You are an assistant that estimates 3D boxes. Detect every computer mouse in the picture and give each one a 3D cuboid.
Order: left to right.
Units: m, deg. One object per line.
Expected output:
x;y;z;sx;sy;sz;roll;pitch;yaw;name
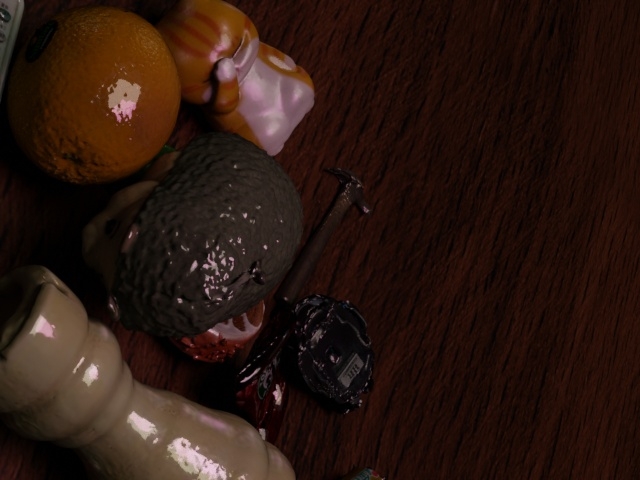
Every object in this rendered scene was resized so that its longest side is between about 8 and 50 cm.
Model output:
0.010;0.169;2.192;0.146;0.077;0.242;-51;130;-22;computer mouse

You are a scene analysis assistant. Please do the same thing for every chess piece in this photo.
-0.244;0.223;1.742;0.442;0.234;0.234;48;48;-30;chess piece

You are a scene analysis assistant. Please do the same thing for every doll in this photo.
-0.159;0.001;1.779;0.349;0.247;0.247;-63;132;-66;doll
-0.127;-0.235;2.051;0.167;0.162;0.269;-55;133;-14;doll

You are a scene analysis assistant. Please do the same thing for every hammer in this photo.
0.001;0.000;2.265;0.125;0.027;0.297;56;44;-28;hammer

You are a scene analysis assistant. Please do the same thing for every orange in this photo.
-0.281;-0.182;1.790;0.236;0.236;0.236;16;70;-49;orange

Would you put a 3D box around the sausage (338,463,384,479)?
-0.033;0.437;2.085;0.371;0.082;0.082;-29;105;-50;sausage

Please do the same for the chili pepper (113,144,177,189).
-0.205;-0.090;1.983;0.257;0.074;0.100;19;70;-47;chili pepper

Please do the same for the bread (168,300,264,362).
-0.152;0.087;1.975;0.160;0.073;0.160;28;44;-31;bread

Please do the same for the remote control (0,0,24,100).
-0.444;-0.179;1.708;0.128;0.065;0.335;34;56;-45;remote control

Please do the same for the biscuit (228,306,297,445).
-0.083;0.204;2.027;0.235;0.063;0.151;95;14;-52;biscuit
